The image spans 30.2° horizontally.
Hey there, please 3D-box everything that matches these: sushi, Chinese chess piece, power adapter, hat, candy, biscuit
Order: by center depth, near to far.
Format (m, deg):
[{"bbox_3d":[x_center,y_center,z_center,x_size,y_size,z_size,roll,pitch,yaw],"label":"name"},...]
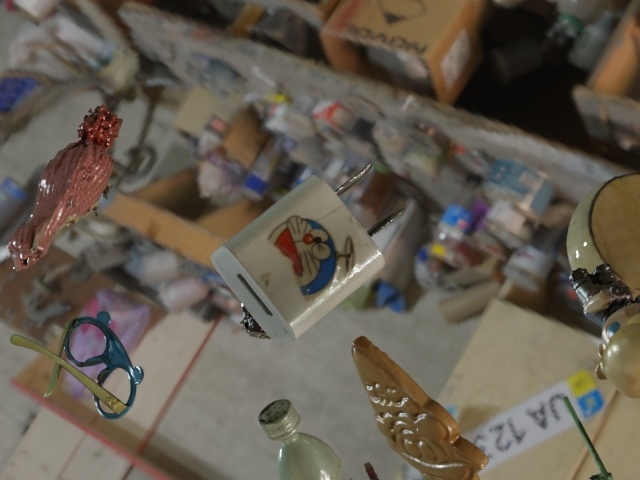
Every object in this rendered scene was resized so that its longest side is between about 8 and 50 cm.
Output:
[{"bbox_3d":[0.000,0.000,1.302,0.130,0.205,0.125,50,164,-2],"label":"power adapter"},{"bbox_3d":[0.108,0.209,1.302,0.250,0.035,0.162,56,150,-7],"label":"biscuit"},{"bbox_3d":[-0.381,-0.076,1.822,0.107,0.286,0.236,31,164,-16],"label":"hat"},{"bbox_3d":[0.447,0.372,1.840,0.288,0.078,0.084,64,-169,18],"label":"candy"},{"bbox_3d":[0.543,0.011,1.994,0.257,0.257,0.104,31,148,4],"label":"Chinese chess piece"},{"bbox_3d":[-0.105,0.146,2.267,0.098,0.084,0.094,8,172,-8],"label":"sushi"}]

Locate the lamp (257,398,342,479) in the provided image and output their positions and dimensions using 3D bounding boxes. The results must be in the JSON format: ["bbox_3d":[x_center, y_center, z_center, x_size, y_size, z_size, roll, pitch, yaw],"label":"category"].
[{"bbox_3d":[-0.035,0.345,1.934,0.106,0.106,0.193,18,140,55],"label":"lamp"}]

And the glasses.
[{"bbox_3d":[-0.451,0.226,2.121,0.207,0.102,0.239,-3,-138,-36],"label":"glasses"}]

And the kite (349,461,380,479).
[{"bbox_3d":[0.085,0.411,1.638,0.015,0.141,0.245,38,-169,-35],"label":"kite"}]

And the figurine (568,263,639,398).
[{"bbox_3d":[0.373,0.099,1.428,0.196,0.114,0.108,-110,22,-45],"label":"figurine"}]
